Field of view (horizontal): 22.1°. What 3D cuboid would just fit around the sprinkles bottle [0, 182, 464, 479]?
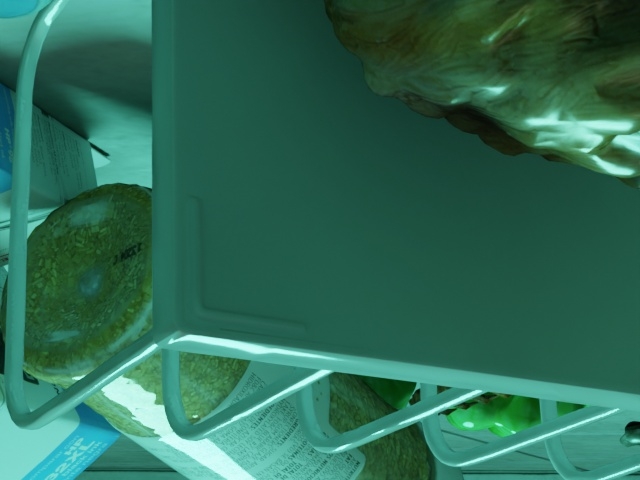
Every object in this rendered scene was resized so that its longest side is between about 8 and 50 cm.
[{"bbox_3d":[-0.039,0.102,0.990,0.121,0.121,0.355,-5,149,32],"label":"sprinkles bottle"}]

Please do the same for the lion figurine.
[{"bbox_3d":[0.206,-0.078,0.514,0.392,0.142,0.240,5,175,-29],"label":"lion figurine"}]

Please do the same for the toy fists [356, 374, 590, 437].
[{"bbox_3d":[0.078,0.071,1.189,0.279,0.142,0.096,5,167,-7],"label":"toy fists"}]

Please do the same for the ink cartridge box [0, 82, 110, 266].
[{"bbox_3d":[-0.193,-0.029,0.936,0.104,0.060,0.180,-18,162,13],"label":"ink cartridge box"}]

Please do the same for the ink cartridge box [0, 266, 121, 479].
[{"bbox_3d":[-0.281,0.055,0.979,0.129,0.223,0.307,-40,160,4],"label":"ink cartridge box"}]

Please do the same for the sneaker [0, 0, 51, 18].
[{"bbox_3d":[-0.214,-0.066,0.497,0.319,0.208,0.127,13,164,-41],"label":"sneaker"}]

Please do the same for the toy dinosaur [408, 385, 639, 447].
[{"bbox_3d":[0.218,0.042,1.036,0.322,0.164,0.218,0,160,22],"label":"toy dinosaur"}]

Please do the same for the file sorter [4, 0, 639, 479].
[{"bbox_3d":[0.034,-0.013,0.646,0.277,0.193,0.173,10,156,-28],"label":"file sorter"}]
